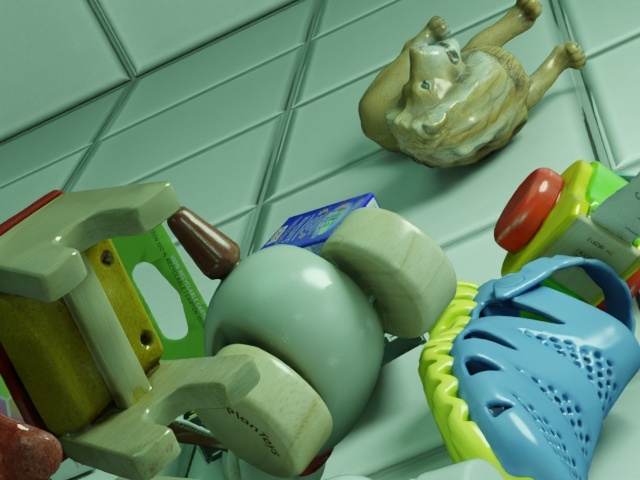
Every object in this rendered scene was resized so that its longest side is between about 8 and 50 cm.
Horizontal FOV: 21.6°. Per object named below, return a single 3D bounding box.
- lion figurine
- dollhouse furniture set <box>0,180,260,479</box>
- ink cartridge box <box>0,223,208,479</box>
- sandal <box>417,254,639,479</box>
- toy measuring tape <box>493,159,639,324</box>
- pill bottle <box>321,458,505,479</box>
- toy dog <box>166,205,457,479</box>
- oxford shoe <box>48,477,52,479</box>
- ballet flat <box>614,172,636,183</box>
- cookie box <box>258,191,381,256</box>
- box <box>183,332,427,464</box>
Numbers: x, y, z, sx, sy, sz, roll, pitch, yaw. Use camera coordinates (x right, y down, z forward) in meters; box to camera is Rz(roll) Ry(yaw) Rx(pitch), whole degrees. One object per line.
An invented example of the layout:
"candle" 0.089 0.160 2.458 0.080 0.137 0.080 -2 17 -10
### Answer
"lion figurine" 0.128 -0.152 1.815 0.240 0.142 0.392 -41 6 -16
"dollhouse furniture set" -0.104 0.186 0.718 0.152 0.374 0.201 -4 27 44
"ink cartridge box" -0.228 0.102 1.463 0.255 0.189 0.097 -23 16 14
"sandal" 0.141 0.086 1.073 0.138 0.126 0.317 -20 19 10
"toy measuring tape" 0.213 -0.032 1.189 0.121 0.121 0.330 -41 -6 -38
"pill bottle" -0.001 0.201 0.922 0.229 0.131 0.131 -21 18 20
"toy dog" -0.049 0.079 1.073 0.220 0.161 0.333 -41 -11 -44
"oxford shoe" -0.284 0.269 1.305 0.212 0.076 0.076 -47 -5 -43
"ballet flat" 0.267 -0.020 1.286 0.203 0.074 0.074 -3 29 45
"cookie box" 0.000 0.000 1.669 0.107 0.040 0.092 -16 21 34
"box" -0.019 0.103 1.326 0.191 0.045 0.184 -29 5 -5
